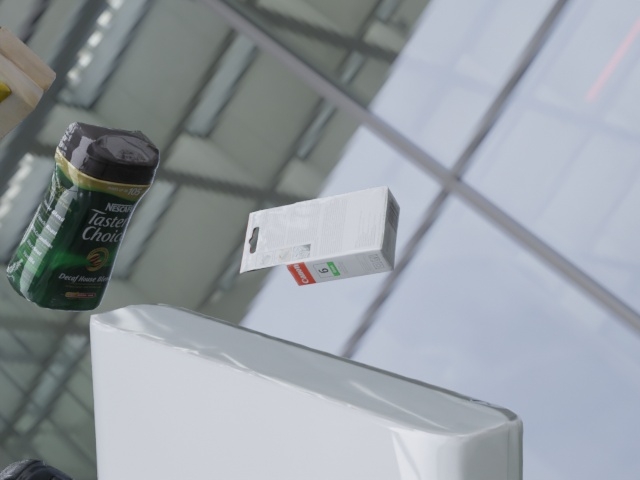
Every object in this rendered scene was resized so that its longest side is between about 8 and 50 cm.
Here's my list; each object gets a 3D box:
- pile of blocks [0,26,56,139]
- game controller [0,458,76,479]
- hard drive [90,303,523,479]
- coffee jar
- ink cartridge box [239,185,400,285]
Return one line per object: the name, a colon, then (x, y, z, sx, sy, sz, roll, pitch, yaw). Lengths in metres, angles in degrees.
pile of blocks: (-0.295, -0.073, 0.904, 0.113, 0.149, 0.362, -37, -31, 30)
game controller: (-0.228, 0.323, 1.334, 0.166, 0.067, 0.319, 56, -137, -40)
hard drive: (-0.010, 0.191, 0.667, 0.040, 0.203, 0.307, -11, -74, -39)
coffee jar: (-0.227, -0.025, 1.758, 0.096, 0.079, 0.184, 5, -62, -43)
ink cartridge box: (0.000, 0.000, 1.364, 0.029, 0.115, 0.063, 57, -150, -43)
